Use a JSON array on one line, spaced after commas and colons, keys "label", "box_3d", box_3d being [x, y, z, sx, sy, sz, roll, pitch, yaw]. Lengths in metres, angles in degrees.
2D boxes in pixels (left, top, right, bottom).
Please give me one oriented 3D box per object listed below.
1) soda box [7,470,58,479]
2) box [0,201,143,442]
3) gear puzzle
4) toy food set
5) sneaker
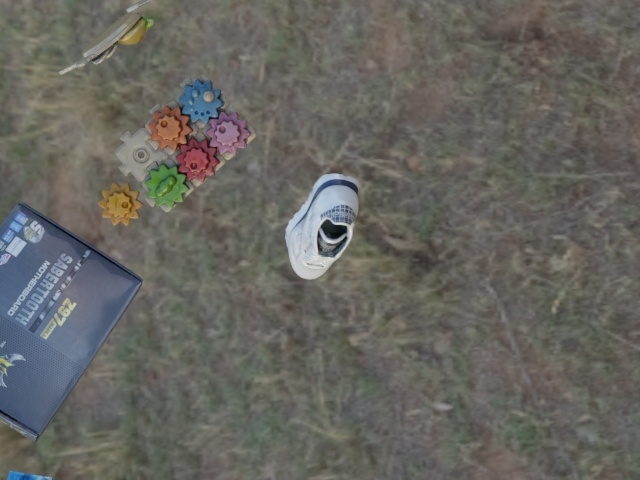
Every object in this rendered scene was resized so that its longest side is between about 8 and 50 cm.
[{"label": "soda box", "box_3d": [-0.396, 0.399, 1.585, 0.071, 0.210, 0.067, 6, 67, 13]}, {"label": "box", "box_3d": [-0.352, 0.096, 1.286, 0.232, 0.183, 0.059, -58, 5, -24]}, {"label": "gear puzzle", "box_3d": [-0.301, -0.158, 2.049, 0.339, 0.044, 0.175, -40, 93, 8]}, {"label": "toy food set", "box_3d": [-0.333, -0.324, 1.737, 0.038, 0.192, 0.132, 51, 152, -22]}, {"label": "sneaker", "box_3d": [0.000, 0.000, 1.648, 0.235, 0.090, 0.095, 110, 159, -52]}]
